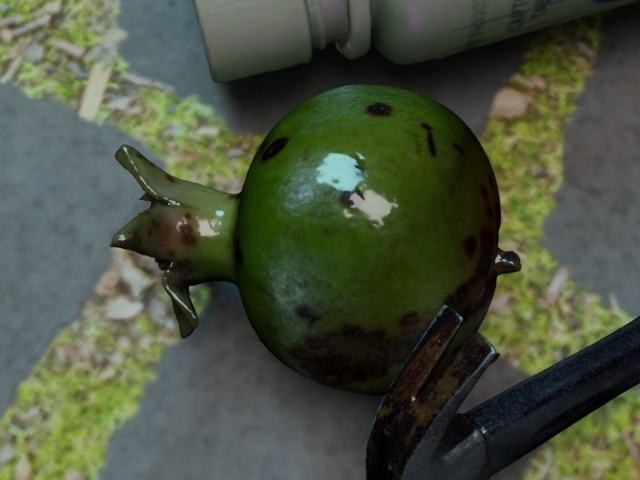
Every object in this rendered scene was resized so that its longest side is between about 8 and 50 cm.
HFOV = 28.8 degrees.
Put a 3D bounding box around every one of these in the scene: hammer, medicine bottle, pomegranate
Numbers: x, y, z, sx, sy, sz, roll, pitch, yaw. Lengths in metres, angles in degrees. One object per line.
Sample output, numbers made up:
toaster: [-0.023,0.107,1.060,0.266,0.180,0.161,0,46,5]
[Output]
hammer: [0.146,0.046,0.573,0.289,0.137,0.037,-28,42,-17]
medicine bottle: [0.069,-0.183,0.628,0.292,0.170,0.170,-16,69,-3]
pomegranate: [0.002,0.006,0.575,0.169,0.148,0.149,-17,68,8]
